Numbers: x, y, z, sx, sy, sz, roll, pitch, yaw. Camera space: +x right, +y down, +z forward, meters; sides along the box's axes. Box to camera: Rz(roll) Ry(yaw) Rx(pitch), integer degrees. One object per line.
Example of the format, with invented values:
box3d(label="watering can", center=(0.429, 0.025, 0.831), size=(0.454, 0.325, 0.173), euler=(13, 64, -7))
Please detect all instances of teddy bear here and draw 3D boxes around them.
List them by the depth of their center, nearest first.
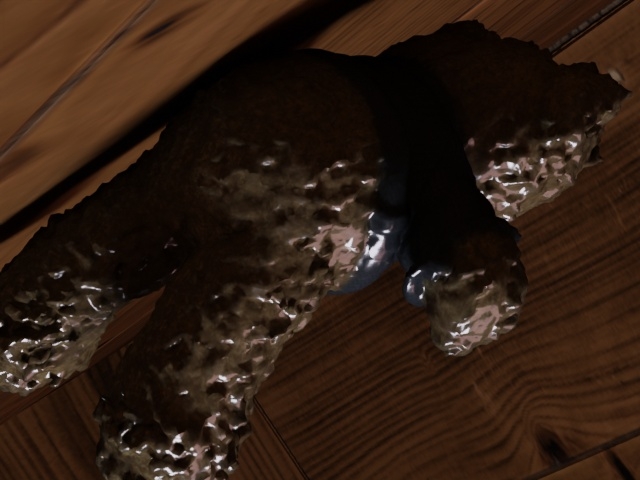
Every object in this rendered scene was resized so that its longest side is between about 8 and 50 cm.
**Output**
box3d(label="teddy bear", center=(-0.004, -0.012, 0.694), size=(0.251, 0.182, 0.129), euler=(-32, 142, -18))
